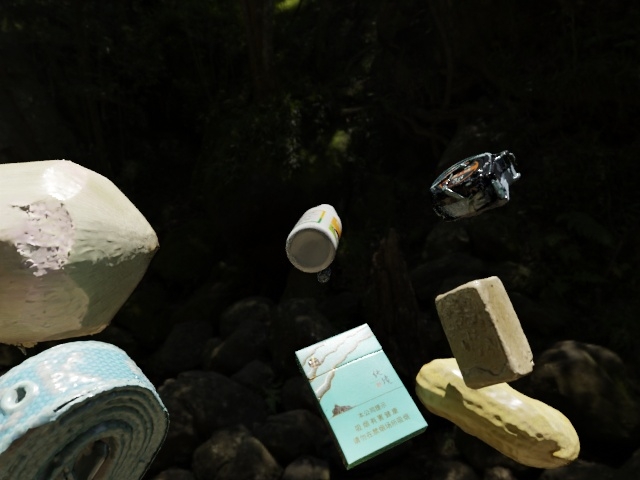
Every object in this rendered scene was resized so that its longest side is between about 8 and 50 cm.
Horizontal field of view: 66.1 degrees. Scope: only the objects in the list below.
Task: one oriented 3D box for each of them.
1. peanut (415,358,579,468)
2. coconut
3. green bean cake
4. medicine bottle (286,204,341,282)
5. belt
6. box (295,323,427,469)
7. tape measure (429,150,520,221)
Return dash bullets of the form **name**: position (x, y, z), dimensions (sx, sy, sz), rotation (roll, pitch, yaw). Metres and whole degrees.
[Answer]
- **peanut**: position (0.344, 0.333, 0.976), dimensions (0.318, 0.148, 0.147), rotation (21, 12, 25)
- **coconut**: position (-0.307, 0.013, 0.561), dimensions (0.234, 0.224, 0.224), rotation (8, -3, -2)
- **green bean cake**: position (0.289, 0.163, 0.872), dimensions (0.085, 0.179, 0.109), rotation (-3, -24, -40)
- **medicine bottle**: position (0.000, 0.000, 0.687), dimensions (0.061, 0.092, 0.221), rotation (-3, 13, 6)
- **belt**: position (-0.202, 0.161, 0.377), dimensions (0.082, 0.148, 0.163), rotation (29, 59, 36)
- **box**: position (0.069, 0.282, 0.923), dimensions (0.162, 0.229, 0.041), rotation (-18, -37, -18)
- **tape measure**: position (0.174, -0.063, 0.566), dimensions (0.094, 0.054, 0.091), rotation (-21, 21, 46)
